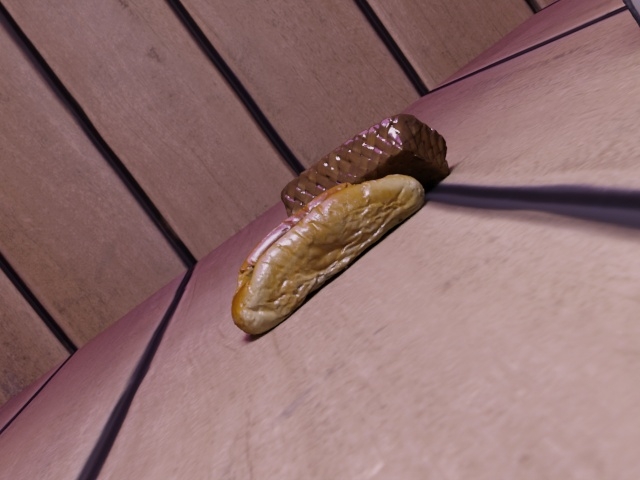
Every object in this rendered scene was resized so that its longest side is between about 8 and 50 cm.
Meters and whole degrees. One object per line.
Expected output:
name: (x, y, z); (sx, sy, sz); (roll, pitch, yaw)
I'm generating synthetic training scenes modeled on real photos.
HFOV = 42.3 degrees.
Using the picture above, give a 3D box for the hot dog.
hot dog: (0.000, 0.000, 0.847); (0.242, 0.073, 0.084); (-39, 12, -15)

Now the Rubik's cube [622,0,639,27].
Rubik's cube: (0.389, -0.402, 0.726); (0.292, 0.293, 0.287); (-38, 7, -27)

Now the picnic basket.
picnic basket: (0.052, -0.066, 0.947); (0.193, 0.054, 0.110); (-33, -36, 29)
